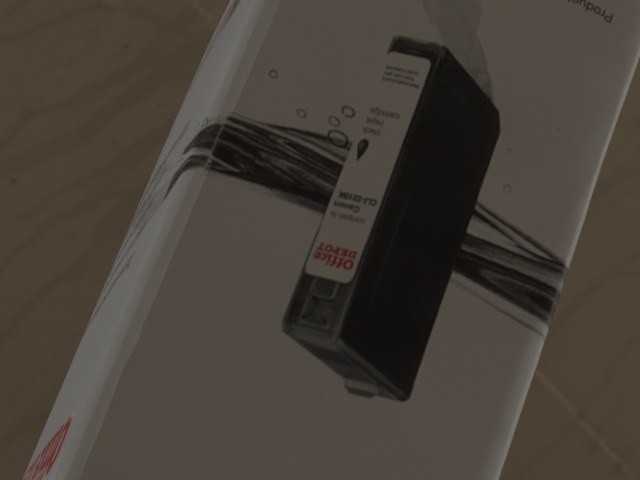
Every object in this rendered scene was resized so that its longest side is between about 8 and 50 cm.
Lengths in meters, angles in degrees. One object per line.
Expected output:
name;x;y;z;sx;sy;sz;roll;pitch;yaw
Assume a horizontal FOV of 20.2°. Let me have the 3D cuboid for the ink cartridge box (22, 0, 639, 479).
ink cartridge box;0.000;0.000;0.576;0.114;0.197;0.273;25;-109;-7
